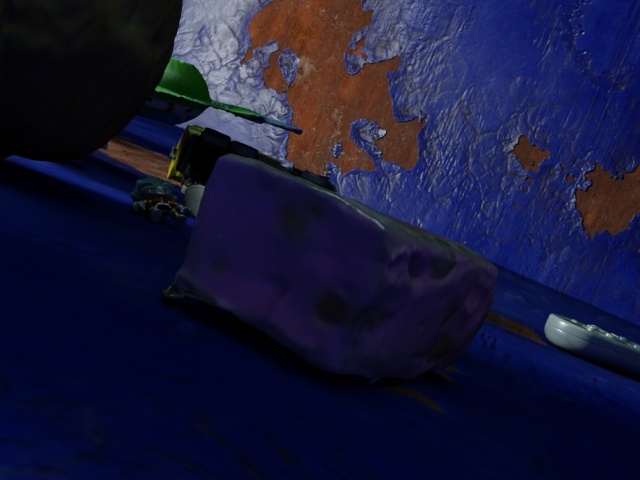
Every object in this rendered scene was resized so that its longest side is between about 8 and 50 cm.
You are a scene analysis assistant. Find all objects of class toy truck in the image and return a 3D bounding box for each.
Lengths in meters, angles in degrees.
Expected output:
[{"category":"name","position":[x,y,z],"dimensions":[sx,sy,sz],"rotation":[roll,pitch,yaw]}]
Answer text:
[{"category":"toy truck","position":[-0.096,-0.083,1.561],"dimensions":[0.226,0.098,0.114],"rotation":[22,5,-7]}]

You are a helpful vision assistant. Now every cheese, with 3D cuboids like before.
[{"category":"cheese","position":[-0.179,-0.188,1.475],"dimensions":[0.320,0.083,0.204],"rotation":[18,7,-13]}]

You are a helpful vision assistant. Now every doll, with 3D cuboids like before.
[{"category":"doll","position":[-0.171,-0.045,1.181],"dimensions":[0.057,0.039,0.114],"rotation":[-22,29,-11]}]

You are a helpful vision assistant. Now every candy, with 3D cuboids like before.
[{"category":"candy","position":[0.020,0.028,0.859],"dimensions":[0.155,0.116,0.265],"rotation":[22,3,25]}]

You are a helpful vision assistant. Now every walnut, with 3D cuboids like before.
[{"category":"walnut","position":[-0.283,-0.206,1.066],"dimensions":[0.296,0.285,0.285],"rotation":[15,5,0]}]

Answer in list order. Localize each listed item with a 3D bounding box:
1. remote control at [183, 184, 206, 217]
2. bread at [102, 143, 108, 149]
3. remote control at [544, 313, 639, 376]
[{"category":"remote control","position":[0.000,0.000,1.428],"dimensions":[0.377,0.044,0.107],"rotation":[17,12,-47]},{"category":"bread","position":[-0.357,-0.178,1.361],"dimensions":[0.241,0.107,0.136],"rotation":[28,5,41]},{"category":"remote control","position":[0.419,0.159,1.611],"dimensions":[0.244,0.047,0.087],"rotation":[20,2,-21]}]
